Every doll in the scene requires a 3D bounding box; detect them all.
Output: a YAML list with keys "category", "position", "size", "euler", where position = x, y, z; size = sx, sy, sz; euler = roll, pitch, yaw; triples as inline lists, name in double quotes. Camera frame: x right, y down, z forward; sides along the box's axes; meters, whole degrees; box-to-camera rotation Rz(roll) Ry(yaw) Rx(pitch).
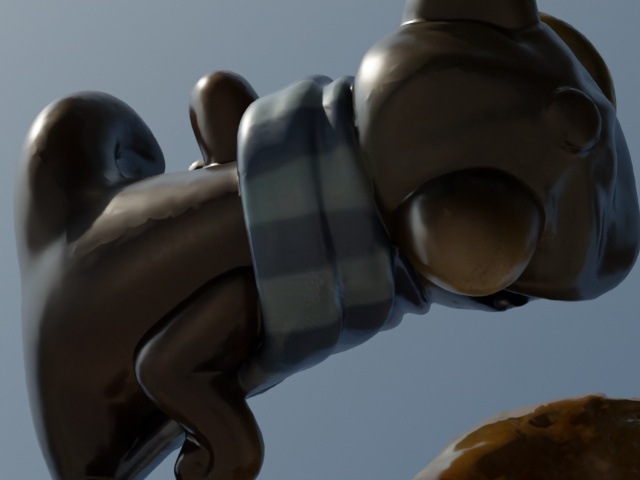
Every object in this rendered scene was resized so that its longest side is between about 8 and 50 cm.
- category: "doll"
  position: [0.002, 0.003, 0.905]
  size: [0.339, 0.318, 0.209]
  euler: [-24, -46, 22]

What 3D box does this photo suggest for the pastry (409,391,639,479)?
- category: "pastry"
  position: [0.119, 0.217, 0.866]
  size: [0.255, 0.310, 0.162]
  euler: [52, -36, 26]
